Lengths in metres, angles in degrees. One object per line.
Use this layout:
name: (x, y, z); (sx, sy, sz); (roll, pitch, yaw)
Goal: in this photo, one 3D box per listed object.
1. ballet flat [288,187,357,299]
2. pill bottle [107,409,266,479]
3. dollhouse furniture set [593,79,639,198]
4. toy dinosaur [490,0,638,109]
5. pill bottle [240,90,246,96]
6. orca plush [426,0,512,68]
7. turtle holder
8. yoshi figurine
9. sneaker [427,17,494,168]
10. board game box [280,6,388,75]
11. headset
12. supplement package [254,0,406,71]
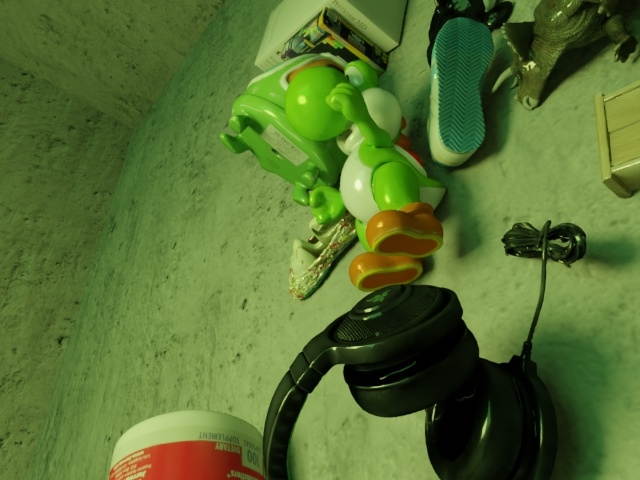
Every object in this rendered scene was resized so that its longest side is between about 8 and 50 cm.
ballet flat: (0.000, 0.000, 0.917); (0.241, 0.077, 0.091); (-52, 32, 18)
pill bottle: (-0.172, 0.450, 0.668); (0.229, 0.229, 0.407); (-44, 35, 28)
dollhouse furniture set: (0.241, -0.169, 0.421); (0.174, 0.356, 0.303); (-24, 48, 47)
toy dinosaur: (0.329, -0.310, 0.632); (0.313, 0.121, 0.160); (-58, 37, 12)
pill bottle: (-0.140, -0.297, 1.321); (0.117, 0.117, 0.215); (-51, 33, 19)
orca plush: (0.238, -0.411, 0.861); (0.287, 0.102, 0.151); (-57, 31, 8)
turtle holder: (-0.029, -0.212, 1.020); (0.243, 0.320, 0.227); (32, 77, 17)
yoshi figurine: (0.039, -0.119, 0.764); (0.204, 0.203, 0.361); (-25, 57, 22)
sneaker: (0.193, -0.217, 0.767); (0.092, 0.088, 0.228); (101, 180, -75)
board game box: (0.028, -0.376, 1.082); (0.141, 0.170, 0.048); (-22, 50, 49)
headset: (0.115, 0.133, 0.522); (0.394, 0.243, 0.185); (-47, 11, -3)
supplement package: (0.020, -0.468, 1.159); (0.293, 0.178, 0.175); (-20, 50, 49)
